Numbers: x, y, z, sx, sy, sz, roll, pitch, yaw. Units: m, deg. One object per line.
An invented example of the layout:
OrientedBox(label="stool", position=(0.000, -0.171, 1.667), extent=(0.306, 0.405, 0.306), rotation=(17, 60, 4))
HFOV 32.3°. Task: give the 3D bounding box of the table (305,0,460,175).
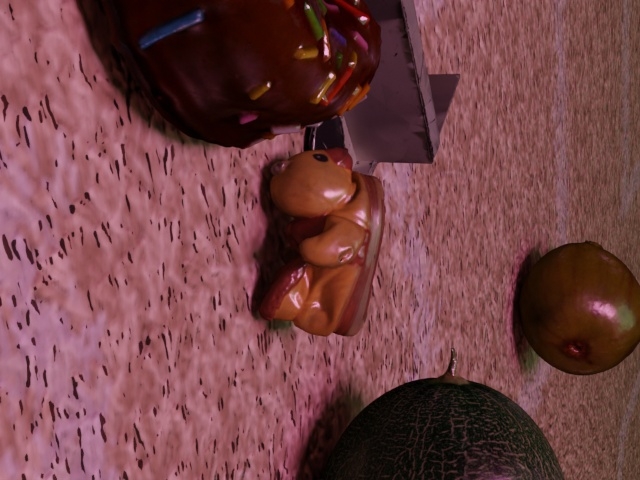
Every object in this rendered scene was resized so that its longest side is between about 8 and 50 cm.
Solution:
OrientedBox(label="table", position=(0.037, -0.117, 0.728), extent=(0.175, 0.062, 0.146), rotation=(-66, 150, -42))

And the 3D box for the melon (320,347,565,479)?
OrientedBox(label="melon", position=(0.079, 0.214, 0.730), extent=(0.182, 0.182, 0.288), rotation=(11, 86, -66))

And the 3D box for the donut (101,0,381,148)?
OrientedBox(label="donut", position=(-0.023, -0.166, 0.539), extent=(0.216, 0.096, 0.230), rotation=(65, 38, -48))

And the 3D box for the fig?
OrientedBox(label="fig", position=(0.305, 0.065, 1.254), extent=(0.186, 0.142, 0.148), rotation=(-47, 164, -36))

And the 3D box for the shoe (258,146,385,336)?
OrientedBox(label="shoe", position=(0.000, 0.003, 0.655), extent=(0.072, 0.069, 0.109), rotation=(-122, -142, -66))
